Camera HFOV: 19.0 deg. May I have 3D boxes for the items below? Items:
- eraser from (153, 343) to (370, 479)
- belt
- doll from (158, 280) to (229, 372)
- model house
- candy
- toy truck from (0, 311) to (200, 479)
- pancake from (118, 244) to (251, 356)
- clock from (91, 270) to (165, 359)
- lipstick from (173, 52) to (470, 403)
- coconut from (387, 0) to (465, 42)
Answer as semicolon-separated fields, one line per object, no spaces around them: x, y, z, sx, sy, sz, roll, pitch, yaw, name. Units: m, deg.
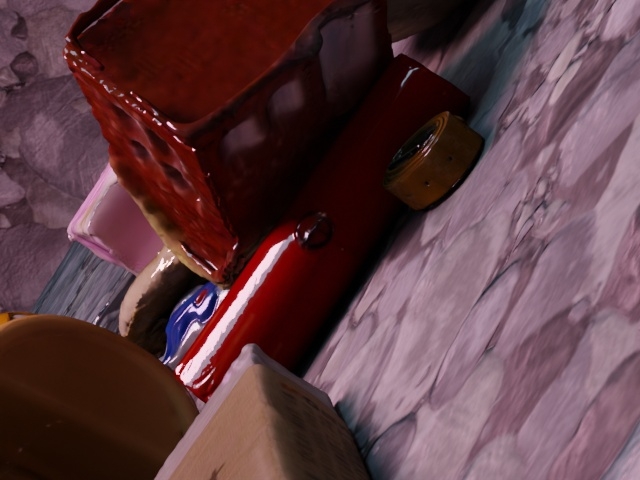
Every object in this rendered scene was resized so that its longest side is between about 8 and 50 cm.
-0.039;0.162;1.026;0.144;0.078;0.343;-55;11;5;eraser
0.073;-0.054;1.251;0.059;0.036;0.083;-62;13;-27;belt
-0.072;0.059;1.500;0.195;0.070;0.096;-38;4;36;doll
-0.048;-0.094;1.385;0.196;0.160;0.254;-44;-28;-19;model house
-0.104;-0.074;1.784;0.265;0.155;0.116;-59;15;-9;candy
-0.214;0.178;1.423;0.211;0.204;0.288;-41;25;52;toy truck
-0.076;-0.008;1.610;0.282;0.049;0.282;-50;-4;-5;pancake
-0.218;0.127;1.990;0.281;0.055;0.280;-54;11;16;clock
0.001;0.001;1.326;0.280;0.073;0.073;-56;11;5;lipstick
-0.003;-0.365;1.558;0.344;0.415;0.415;-17;37;41;coconut
